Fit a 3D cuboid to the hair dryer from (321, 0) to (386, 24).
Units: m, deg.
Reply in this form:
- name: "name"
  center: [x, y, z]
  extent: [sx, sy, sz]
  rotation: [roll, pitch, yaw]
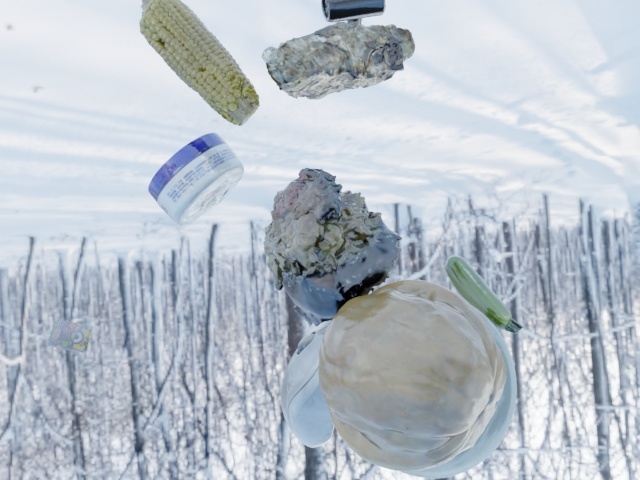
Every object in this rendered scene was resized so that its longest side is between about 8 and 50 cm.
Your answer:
- name: "hair dryer"
  center: [0.057, -0.462, 1.474]
  extent: [0.128, 0.070, 0.255]
  rotation: [-12, 155, -13]

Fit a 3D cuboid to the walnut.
- name: "walnut"
  center: [0.134, 0.201, 0.992]
  extent: [0.285, 0.286, 0.296]
  rotation: [-5, 163, 31]

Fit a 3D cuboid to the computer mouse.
- name: "computer mouse"
  center: [-0.018, 0.280, 1.335]
  extent: [0.121, 0.297, 0.184]
  rotation: [7, -143, 3]

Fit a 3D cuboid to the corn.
- name: "corn"
  center: [-0.249, -0.370, 1.329]
  extent: [0.119, 0.322, 0.119]
  rotation: [-41, -175, 5]

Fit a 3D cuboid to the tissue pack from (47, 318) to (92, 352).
- name: "tissue pack"
  center: [-0.546, 0.210, 1.434]
  extent: [0.083, 0.063, 0.035]
  rotation: [13, 168, -15]

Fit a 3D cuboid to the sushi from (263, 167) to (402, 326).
- name: "sushi"
  center: [-0.004, -0.004, 1.097]
  extent: [0.238, 0.225, 0.219]
  rotation: [3, 144, 49]

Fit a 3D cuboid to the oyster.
- name: "oyster"
  center: [0.019, -0.345, 1.366]
  extent: [0.395, 0.111, 0.204]
  rotation: [-15, 162, -32]

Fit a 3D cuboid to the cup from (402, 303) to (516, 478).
- name: "cup"
  center: [0.202, 0.288, 1.327]
  extent: [0.346, 0.348, 0.163]
  rotation: [-3, 168, -10]

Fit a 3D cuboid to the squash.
- name: "squash"
  center: [0.368, 0.130, 1.525]
  extent: [0.066, 0.066, 0.252]
  rotation: [-2, -138, -35]

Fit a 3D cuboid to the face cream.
- name: "face cream"
  center: [-0.270, -0.133, 1.460]
  extent: [0.206, 0.111, 0.206]
  rotation: [-42, 178, -1]
